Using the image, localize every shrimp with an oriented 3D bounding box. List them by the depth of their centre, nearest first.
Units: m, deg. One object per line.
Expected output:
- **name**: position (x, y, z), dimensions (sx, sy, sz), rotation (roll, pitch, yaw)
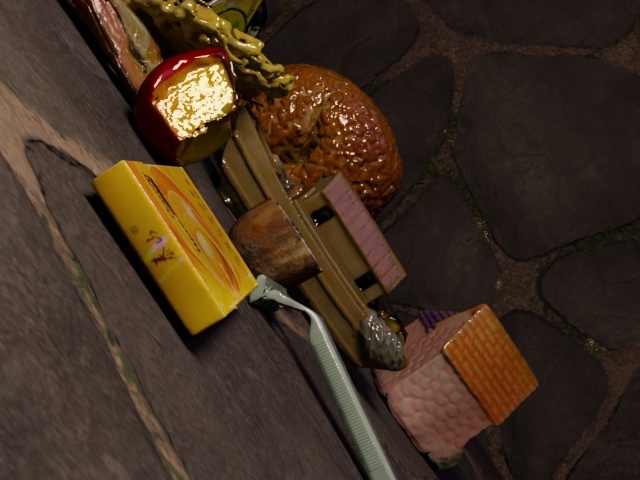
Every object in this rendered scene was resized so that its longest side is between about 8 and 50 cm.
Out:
- **shrimp**: position (-0.248, -0.244, 1.306), dimensions (0.294, 0.062, 0.154), rotation (55, 10, -32)

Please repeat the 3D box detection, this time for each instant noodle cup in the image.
- **instant noodle cup**: position (-0.243, -0.420, 1.858), dimensions (0.236, 0.215, 0.215), rotation (48, 2, 19)

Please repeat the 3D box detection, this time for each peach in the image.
- **peach**: position (-0.158, -0.153, 1.248), dimensions (0.151, 0.118, 0.151), rotation (-176, -90, -82)

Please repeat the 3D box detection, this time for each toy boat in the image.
- **toy boat**: position (0.000, 0.000, 1.538), dimensions (0.446, 0.162, 0.136), rotation (55, 9, -10)

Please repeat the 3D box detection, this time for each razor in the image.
- **razor**: position (0.015, 0.161, 1.219), dimensions (0.278, 0.056, 0.111), rotation (57, 3, 14)

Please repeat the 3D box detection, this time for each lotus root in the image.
- **lotus root**: position (-0.057, 0.009, 1.382), dimensions (0.122, 0.081, 0.112), rotation (55, 3, -8)

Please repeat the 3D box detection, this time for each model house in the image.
- **model house**: position (0.236, 0.237, 1.871), dimensions (0.202, 0.237, 0.237), rotation (54, 5, -11)

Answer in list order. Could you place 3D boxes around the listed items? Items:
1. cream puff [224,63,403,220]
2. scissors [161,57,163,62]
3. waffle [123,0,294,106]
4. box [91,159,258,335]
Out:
- **cream puff**: position (-0.029, -0.129, 1.682), dimensions (0.303, 0.212, 0.303), rotation (27, -44, 29)
- **scissors**: position (-0.229, -0.244, 1.655), dimensions (0.242, 0.030, 0.118), rotation (55, 5, 19)
- **waffle**: position (-0.174, -0.270, 1.440), dimensions (0.280, 0.060, 0.262), rotation (28, -6, -37)
- **box**: position (-0.123, 0.001, 0.971), dimensions (0.152, 0.043, 0.269), rotation (56, 4, 0)
